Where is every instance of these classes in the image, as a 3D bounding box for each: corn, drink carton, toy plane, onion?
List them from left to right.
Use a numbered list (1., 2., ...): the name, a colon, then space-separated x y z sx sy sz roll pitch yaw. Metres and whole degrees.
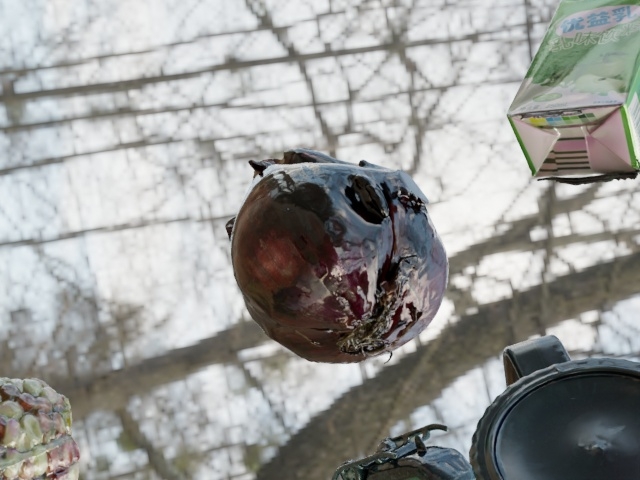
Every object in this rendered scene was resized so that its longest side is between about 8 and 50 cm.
1. corn: -0.272 0.148 0.880 0.092 0.280 0.092 22 -63 51
2. onion: 0.008 0.016 1.543 0.221 0.281 0.281 -36 -124 16
3. toy plane: 0.047 0.198 1.076 0.235 0.060 0.096 -30 -96 47
4. drink carton: 0.344 -0.194 1.844 0.161 0.271 0.108 -2 -50 31

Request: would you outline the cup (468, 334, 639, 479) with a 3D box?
1. cup: 0.270 0.263 1.384 0.308 0.242 0.292 -66 152 -45
